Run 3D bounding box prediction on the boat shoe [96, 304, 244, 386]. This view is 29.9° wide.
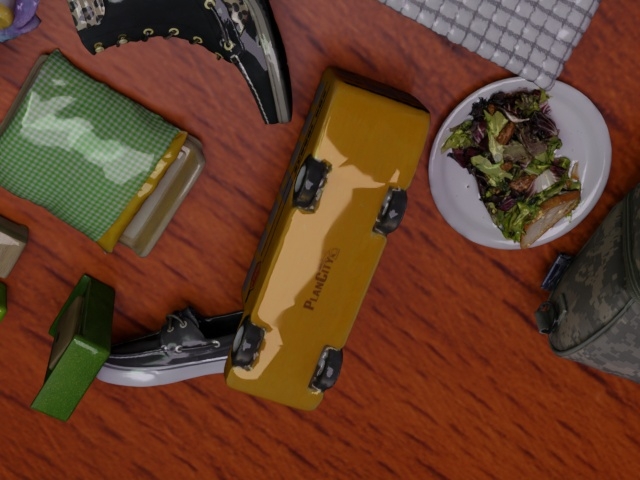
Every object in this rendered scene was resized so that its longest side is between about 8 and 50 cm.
[{"bbox_3d":[-0.136,0.107,1.319,0.228,0.080,0.076,-4,109,-4],"label":"boat shoe"}]

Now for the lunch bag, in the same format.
[{"bbox_3d":[0.419,0.074,1.277,0.305,0.212,0.256,25,127,-12],"label":"lunch bag"}]

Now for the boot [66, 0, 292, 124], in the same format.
[{"bbox_3d":[-0.136,-0.205,1.170,0.178,0.085,0.236,-18,109,6],"label":"boot"}]

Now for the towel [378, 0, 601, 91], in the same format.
[{"bbox_3d":[0.148,-0.307,1.127,0.283,0.121,0.235,23,103,-20],"label":"towel"}]

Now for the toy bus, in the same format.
[{"bbox_3d":[0.000,0.000,1.228,0.108,0.130,0.333,18,105,-14],"label":"toy bus"}]

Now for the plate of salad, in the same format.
[{"bbox_3d":[0.215,-0.077,1.278,0.200,0.048,0.200,-2,115,-3],"label":"plate of salad"}]

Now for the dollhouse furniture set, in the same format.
[{"bbox_3d":[-0.268,-0.006,1.212,0.197,0.151,0.301,29,109,-16],"label":"dollhouse furniture set"}]

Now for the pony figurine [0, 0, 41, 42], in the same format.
[{"bbox_3d":[-0.285,-0.337,0.928,0.351,0.303,0.363,11,75,-19],"label":"pony figurine"}]
